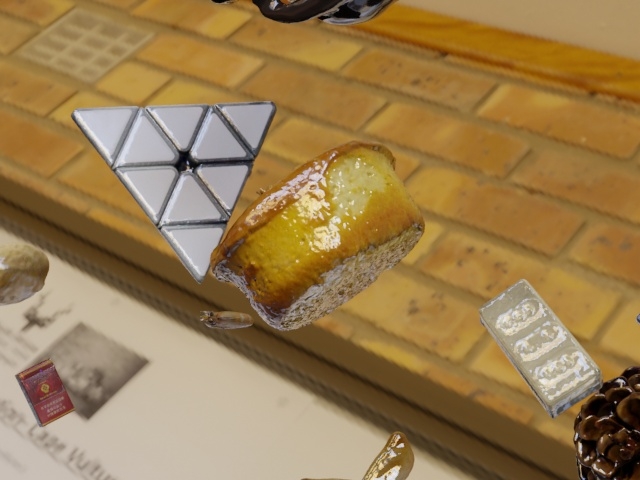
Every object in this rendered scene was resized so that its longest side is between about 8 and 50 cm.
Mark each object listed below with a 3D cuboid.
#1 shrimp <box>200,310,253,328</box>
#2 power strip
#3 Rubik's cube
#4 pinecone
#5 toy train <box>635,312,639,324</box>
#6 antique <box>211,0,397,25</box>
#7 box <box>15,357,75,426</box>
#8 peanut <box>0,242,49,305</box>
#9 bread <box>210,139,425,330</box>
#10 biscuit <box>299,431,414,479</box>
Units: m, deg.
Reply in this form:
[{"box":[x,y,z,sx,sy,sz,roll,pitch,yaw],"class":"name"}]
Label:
[{"box":[-0.136,0.110,1.510,0.059,0.108,0.023,-13,-104,35],"class":"shrimp"},{"box":[0.192,0.092,0.983,0.123,0.056,0.032,56,-3,37],"class":"power strip"},{"box":[-0.216,-0.094,1.677,0.228,0.233,0.229,11,-69,22],"class":"Rubik's cube"},{"box":[0.425,0.257,1.386,0.224,0.224,0.272,19,-5,39],"class":"pinecone"},{"box":[0.309,0.085,0.974,0.017,0.017,0.083,45,-3,-34],"class":"toy train"},{"box":[0.044,-0.361,1.241,0.185,0.322,0.255,43,-16,-29],"class":"antique"},{"box":[-0.383,0.212,1.547,0.023,0.051,0.082,-21,-85,59],"class":"box"},{"box":[-0.603,0.065,2.131,0.109,0.159,0.140,42,-67,31],"class":"peanut"},{"box":[0.000,0.000,1.355,0.145,0.268,0.268,55,-25,15],"class":"bread"},{"box":[0.082,0.432,1.853,0.164,0.208,0.047,64,-13,15],"class":"biscuit"}]
